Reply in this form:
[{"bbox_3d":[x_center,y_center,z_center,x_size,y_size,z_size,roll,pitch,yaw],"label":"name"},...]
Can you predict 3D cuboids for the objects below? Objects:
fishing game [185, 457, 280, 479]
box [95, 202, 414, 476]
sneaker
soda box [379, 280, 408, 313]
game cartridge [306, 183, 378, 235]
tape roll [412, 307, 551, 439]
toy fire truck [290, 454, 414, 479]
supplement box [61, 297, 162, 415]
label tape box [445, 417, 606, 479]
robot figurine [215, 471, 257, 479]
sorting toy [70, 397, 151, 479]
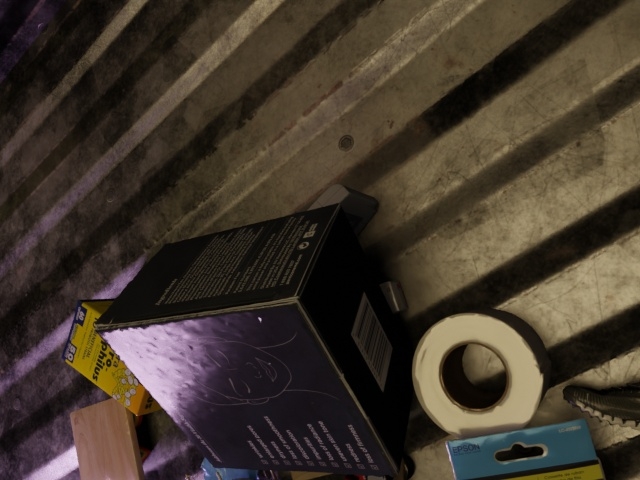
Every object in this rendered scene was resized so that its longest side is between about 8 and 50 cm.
[{"bbox_3d":[-0.245,0.641,1.413,0.264,0.041,0.189,-36,72,13],"label":"fishing game"},{"bbox_3d":[-0.106,0.231,1.094,0.472,0.297,0.480,-12,121,27],"label":"box"},{"bbox_3d":[0.582,0.299,0.958,0.234,0.078,0.106,16,92,25],"label":"sneaker"},{"bbox_3d":[0.096,0.165,1.240,0.216,0.069,0.073,-24,76,26],"label":"soda box"},{"bbox_3d":[0.000,0.000,1.232,0.297,0.198,0.062,-52,57,15],"label":"game cartridge"},{"bbox_3d":[0.328,0.263,1.046,0.246,0.169,0.246,-2,85,28],"label":"tape roll"},{"bbox_3d":[0.068,0.587,1.192,0.246,0.158,0.217,0,87,41],"label":"toy fire truck"},{"bbox_3d":[-0.553,0.325,1.517,0.357,0.195,0.194,22,97,28],"label":"supplement box"},{"bbox_3d":[0.398,0.494,0.955,0.249,0.115,0.347,-17,91,15],"label":"label tape box"},{"bbox_3d":[-0.181,0.746,1.261,0.300,0.200,0.353,-25,83,46],"label":"robot figurine"},{"bbox_3d":[-0.640,0.628,1.604,0.255,0.089,0.257,-23,75,26],"label":"sorting toy"}]
